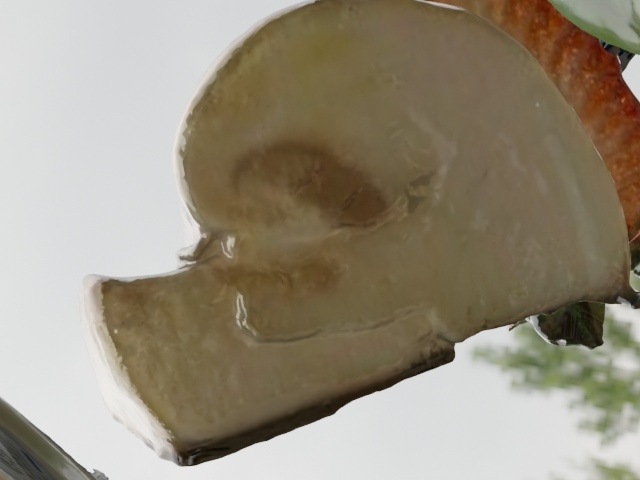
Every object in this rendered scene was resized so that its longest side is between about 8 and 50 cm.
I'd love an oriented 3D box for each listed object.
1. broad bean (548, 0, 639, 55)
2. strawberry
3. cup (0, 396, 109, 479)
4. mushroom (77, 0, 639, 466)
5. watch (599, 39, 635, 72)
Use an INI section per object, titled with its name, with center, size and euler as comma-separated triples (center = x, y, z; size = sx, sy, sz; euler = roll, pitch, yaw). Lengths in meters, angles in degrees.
[broad bean]
center = 0.180, -0.181, 1.084
size = 0.100, 0.228, 0.169
euler = -31, -45, -38
[strawberry]
center = 0.121, -0.057, 1.277
size = 0.106, 0.188, 0.286
euler = 101, 148, -77
[cup]
center = -0.147, 0.138, 0.493
size = 0.226, 0.241, 0.185
euler = -52, -33, -4
[mushroom]
center = -0.007, -0.027, 0.889
size = 0.236, 0.162, 0.173
euler = -20, -76, -11
[watch]
center = 0.308, -0.169, 1.373
size = 0.068, 0.276, 0.274
euler = 44, -123, -79
